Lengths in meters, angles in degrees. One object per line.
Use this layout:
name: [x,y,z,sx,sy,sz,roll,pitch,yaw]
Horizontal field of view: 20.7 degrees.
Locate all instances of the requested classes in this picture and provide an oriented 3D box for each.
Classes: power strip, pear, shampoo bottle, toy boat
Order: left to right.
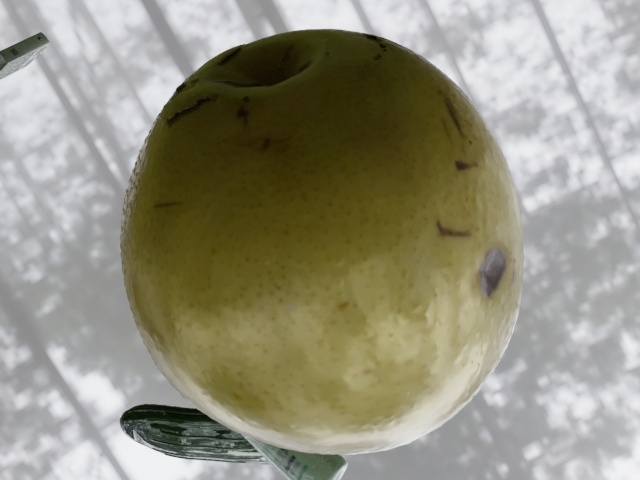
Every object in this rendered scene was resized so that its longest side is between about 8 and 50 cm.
power strip: [-0.350,-0.209,2.007,0.051,0.019,0.136,-42,-178,24]
toy boat: [-0.124,0.219,1.985,0.210,0.104,0.052,4,-123,3]
shampoo bottle: [-0.058,0.206,1.909,0.041,0.190,0.069,-37,159,-47]
pear: [0.000,0.000,1.426,0.348,0.348,0.348,-23,-153,12]
